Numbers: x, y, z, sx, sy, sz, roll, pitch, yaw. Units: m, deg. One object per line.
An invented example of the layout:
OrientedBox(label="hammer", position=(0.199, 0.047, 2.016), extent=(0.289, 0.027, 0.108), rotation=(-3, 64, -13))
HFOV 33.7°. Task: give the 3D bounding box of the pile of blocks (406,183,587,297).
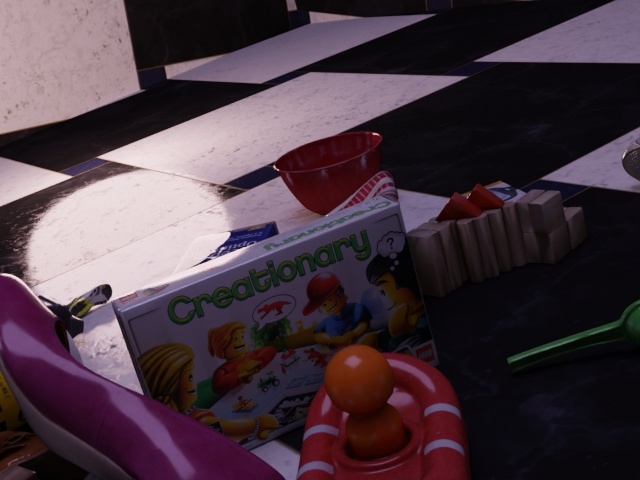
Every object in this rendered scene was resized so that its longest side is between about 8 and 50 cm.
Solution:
OrientedBox(label="pile of blocks", position=(0.152, -0.007, 1.341), extent=(0.362, 0.112, 0.149), rotation=(-17, 19, -5))

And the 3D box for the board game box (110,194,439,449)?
OrientedBox(label="board game box", position=(-0.038, 0.095, 1.086), extent=(0.305, 0.193, 0.053), rotation=(-22, 20, -16))

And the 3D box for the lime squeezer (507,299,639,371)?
OrientedBox(label="lime squeezer", position=(0.340, 0.100, 1.018), extent=(0.310, 0.059, 0.110), rotation=(1, 55, 36))

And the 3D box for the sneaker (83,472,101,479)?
OrientedBox(label="sneaker", position=(-0.213, 0.253, 1.017), extent=(0.152, 0.053, 0.061), rotation=(-31, 40, -30))

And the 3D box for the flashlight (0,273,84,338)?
OrientedBox(label="flashlight", position=(-0.465, 0.101, 1.548), extent=(0.103, 0.103, 0.304), rotation=(-52, 33, -16))

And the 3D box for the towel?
OrientedBox(label="towel", position=(0.000, 0.000, 1.342), extent=(0.237, 0.037, 0.329), rotation=(-39, 6, 8))

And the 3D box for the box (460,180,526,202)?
OrientedBox(label="box", position=(0.252, -0.048, 1.505), extent=(0.081, 0.028, 0.136), rotation=(-20, 18, -11))

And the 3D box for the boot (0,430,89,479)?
OrientedBox(label="boot", position=(-0.289, 0.221, 1.123), extent=(0.197, 0.073, 0.152), rotation=(-28, 18, -37))

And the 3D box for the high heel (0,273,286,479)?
OrientedBox(label="high heel", position=(-0.190, 0.147, 1.007), extent=(0.181, 0.127, 0.377), rotation=(-26, 58, -15))

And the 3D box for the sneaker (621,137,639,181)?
OrientedBox(label="sneaker", position=(0.458, -0.088, 1.363), extent=(0.093, 0.088, 0.225), rotation=(-22, 20, -14))

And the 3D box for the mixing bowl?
OrientedBox(label="mixing bowl", position=(0.023, -0.102, 1.721), extent=(0.181, 0.098, 0.181), rotation=(-13, 20, 5))

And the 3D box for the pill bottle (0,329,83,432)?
OrientedBox(label="pill bottle", position=(-0.395, 0.175, 1.252), extent=(0.208, 0.119, 0.119), rotation=(-28, 23, -31))

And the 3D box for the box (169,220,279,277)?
OrientedBox(label="box", position=(-0.145, 0.036, 1.571), extent=(0.136, 0.036, 0.225), rotation=(-12, 21, 12))

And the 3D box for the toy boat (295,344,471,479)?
OrientedBox(label="toy boat", position=(0.045, 0.158, 0.910), extent=(0.151, 0.151, 0.231), rotation=(-12, 20, 9))

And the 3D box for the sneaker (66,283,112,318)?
OrientedBox(label="sneaker", position=(-0.351, 0.088, 1.591), extent=(0.035, 0.031, 0.083), rotation=(3, 26, 43))
